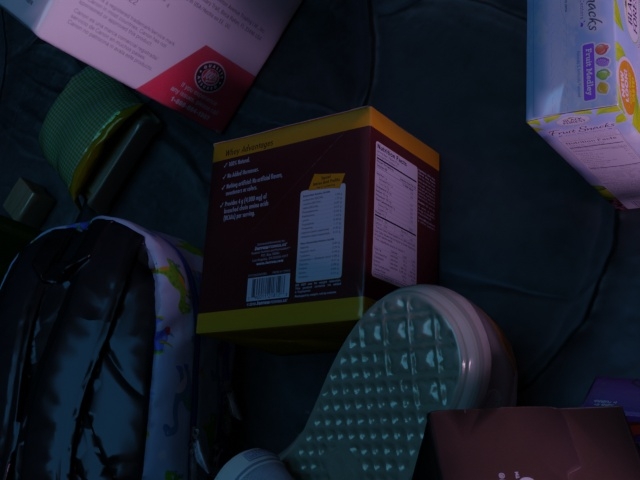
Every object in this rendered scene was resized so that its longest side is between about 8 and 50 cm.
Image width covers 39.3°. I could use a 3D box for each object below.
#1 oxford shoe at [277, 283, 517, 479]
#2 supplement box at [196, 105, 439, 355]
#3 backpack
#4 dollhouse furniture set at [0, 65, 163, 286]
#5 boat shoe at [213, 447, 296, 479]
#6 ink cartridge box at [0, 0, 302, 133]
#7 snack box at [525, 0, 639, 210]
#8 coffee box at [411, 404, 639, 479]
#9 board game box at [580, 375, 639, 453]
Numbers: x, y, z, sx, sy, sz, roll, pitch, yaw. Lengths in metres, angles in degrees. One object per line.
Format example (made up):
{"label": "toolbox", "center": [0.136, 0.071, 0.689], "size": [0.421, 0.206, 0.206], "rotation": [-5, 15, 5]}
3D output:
{"label": "oxford shoe", "center": [0.027, 0.223, 0.773], "size": [0.169, 0.130, 0.449], "rotation": [47, 119, 31]}
{"label": "supplement box", "center": [0.000, 0.000, 0.857], "size": [0.191, 0.129, 0.194], "rotation": [-9, 70, 35]}
{"label": "backpack", "center": [-0.222, 0.154, 0.908], "size": [0.290, 0.273, 0.355], "rotation": [-5, 86, 31]}
{"label": "dollhouse furniture set", "center": [-0.369, -0.097, 1.152], "size": [0.197, 0.151, 0.301], "rotation": [41, 100, 38]}
{"label": "boat shoe", "center": [-0.072, 0.283, 0.727], "size": [0.081, 0.079, 0.227], "rotation": [36, 111, 45]}
{"label": "ink cartridge box", "center": [-0.141, -0.356, 0.991], "size": [0.160, 0.279, 0.385], "rotation": [38, 98, 40]}
{"label": "snack box", "center": [0.226, -0.136, 0.685], "size": [0.070, 0.207, 0.174], "rotation": [-8, 71, 35]}
{"label": "coffee box", "center": [0.114, 0.251, 0.558], "size": [0.119, 0.297, 0.168], "rotation": [-1, 47, -5]}
{"label": "board game box", "center": [0.341, 0.183, 0.514], "size": [0.347, 0.056, 0.208], "rotation": [-2, 111, 37]}
